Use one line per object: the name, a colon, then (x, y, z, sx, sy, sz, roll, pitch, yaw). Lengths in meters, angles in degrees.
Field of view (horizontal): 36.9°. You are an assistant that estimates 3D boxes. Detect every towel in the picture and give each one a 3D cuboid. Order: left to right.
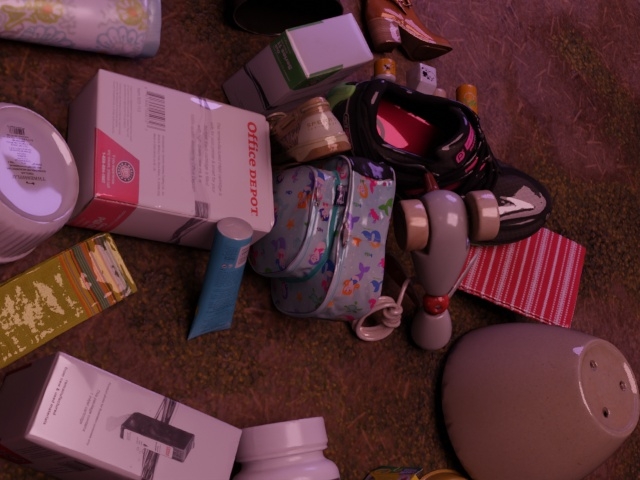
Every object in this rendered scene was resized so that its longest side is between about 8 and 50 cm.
towel: (-0.403, -0.465, 1.429, 0.320, 0.090, 0.374, 1, 76, -33)
towel: (-0.369, 0.078, 1.330, 0.237, 0.021, 0.102, -33, 96, -38)
towel: (0.358, 0.042, 1.808, 0.275, 0.031, 0.199, 22, 61, -4)

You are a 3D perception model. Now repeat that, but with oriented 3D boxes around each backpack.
backpack: (0.000, 0.000, 1.499, 0.191, 0.225, 0.253, 3, 86, -34)

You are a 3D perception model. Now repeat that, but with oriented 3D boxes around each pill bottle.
pill bottle: (-0.043, 0.406, 1.383, 0.161, 0.161, 0.283, 0, 76, -37)

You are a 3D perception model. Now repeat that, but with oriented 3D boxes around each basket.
basket: (-0.073, -0.487, 1.641, 0.204, 0.154, 0.227, 0, 73, -37)

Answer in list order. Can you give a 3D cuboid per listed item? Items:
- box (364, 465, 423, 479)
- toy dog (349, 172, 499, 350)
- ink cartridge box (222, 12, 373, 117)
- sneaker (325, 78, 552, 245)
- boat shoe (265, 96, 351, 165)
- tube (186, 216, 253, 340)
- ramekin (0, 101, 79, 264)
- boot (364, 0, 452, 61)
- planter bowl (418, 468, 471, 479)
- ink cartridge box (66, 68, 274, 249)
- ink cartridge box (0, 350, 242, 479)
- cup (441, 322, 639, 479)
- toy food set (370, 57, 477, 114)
box: (0.088, 0.423, 1.509, 0.179, 0.105, 0.043, -45, 112, -37)
toy dog: (0.183, 0.021, 1.624, 0.220, 0.333, 0.161, 12, 38, -20)
ink cartridge box: (-0.041, -0.273, 1.560, 0.153, 0.208, 0.087, -25, 89, -39)
sneaker: (0.223, -0.130, 1.689, 0.483, 0.202, 0.185, 25, 74, -21)
boat shoe: (-0.025, -0.171, 1.494, 0.104, 0.285, 0.089, -18, 99, -17)
tube: (-0.144, 0.063, 1.409, 0.080, 0.207, 0.052, -10, 43, -34)
ramekin: (-0.413, -0.080, 1.247, 0.207, 0.109, 0.207, 35, 44, -43)
boot: (0.170, -0.433, 1.852, 0.197, 0.073, 0.152, 4, 70, -38)
planter bowl: (0.244, 0.493, 1.614, 0.217, 0.090, 0.217, 12, 69, -34)
ink cartridge box: (-0.221, -0.107, 1.421, 0.283, 0.117, 0.207, 12, 63, -34)
ink cartridge box: (-0.269, 0.257, 1.237, 0.273, 0.197, 0.114, 30, 60, -26)
cup: (0.411, 0.282, 1.687, 0.331, 0.237, 0.331, 17, 61, -34)
toy food set: (0.181, -0.249, 1.776, 0.232, 0.111, 0.104, 12, 69, -36)
